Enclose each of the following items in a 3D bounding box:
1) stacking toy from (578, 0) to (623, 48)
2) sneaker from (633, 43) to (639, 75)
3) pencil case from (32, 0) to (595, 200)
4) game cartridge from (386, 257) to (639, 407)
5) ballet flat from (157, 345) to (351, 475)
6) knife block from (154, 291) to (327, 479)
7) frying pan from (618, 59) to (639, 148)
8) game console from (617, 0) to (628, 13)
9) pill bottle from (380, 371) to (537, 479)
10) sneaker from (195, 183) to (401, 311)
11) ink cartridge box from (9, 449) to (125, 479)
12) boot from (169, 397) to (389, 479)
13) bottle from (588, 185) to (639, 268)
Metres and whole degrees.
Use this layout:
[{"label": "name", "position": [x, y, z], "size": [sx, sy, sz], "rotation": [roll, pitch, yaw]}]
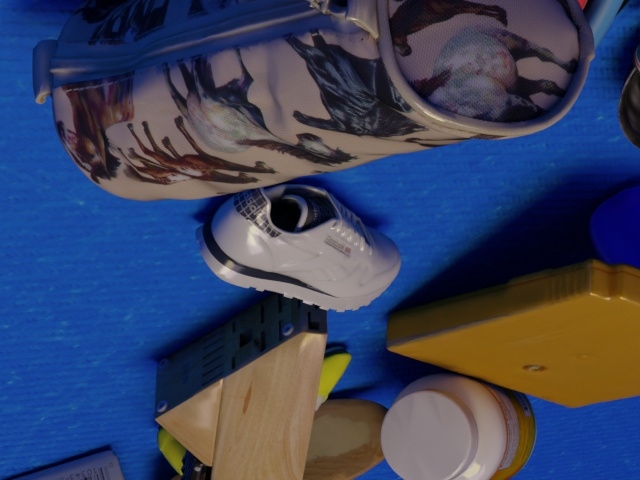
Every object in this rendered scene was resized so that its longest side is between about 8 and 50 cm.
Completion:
[{"label": "stacking toy", "position": [0.064, -0.226, 1.326], "size": [0.302, 0.175, 0.165], "rotation": [2, 145, -17]}, {"label": "sneaker", "position": [0.346, -0.175, 1.612], "size": [0.161, 0.057, 0.075], "rotation": [-7, 148, -6]}, {"label": "pencil case", "position": [-0.025, -0.121, 1.247], "size": [0.183, 0.160, 0.410], "rotation": [23, 162, -34]}, {"label": "game cartridge", "position": [0.277, 0.099, 1.988], "size": [0.285, 0.052, 0.324], "rotation": [19, 155, -34]}, {"label": "ballet flat", "position": [-0.064, 0.192, 2.071], "size": [0.231, 0.077, 0.077], "rotation": [-22, 161, 2]}, {"label": "knife block", "position": [-0.044, 0.191, 1.962], "size": [0.276, 0.088, 0.242], "rotation": [-32, 123, 21]}, {"label": "frying pan", "position": [0.335, -0.185, 1.679], "size": [0.197, 0.053, 0.326], "rotation": [-25, 141, 6]}, {"label": "game console", "position": [0.205, -0.158, 1.596], "size": [0.124, 0.085, 0.144], "rotation": [-2, 148, -32]}, {"label": "pill bottle", "position": [0.150, 0.215, 2.137], "size": [0.136, 0.136, 0.246], "rotation": [-29, 168, 16]}, {"label": "sneaker", "position": [0.000, 0.000, 1.757], "size": [0.235, 0.090, 0.095], "rotation": [7, 133, -45]}, {"label": "ink cartridge box", "position": [-0.353, 0.361, 2.200], "size": [0.304, 0.072, 0.307], "rotation": [-18, 152, -6]}, {"label": "boot", "position": [-0.055, 0.278, 2.242], "size": [0.295, 0.104, 0.211], "rotation": [-20, 163, -7]}, {"label": "bottle", "position": [0.360, 0.041, 2.044], "size": [0.092, 0.118, 0.283], "rotation": [-31, 152, 5]}]
